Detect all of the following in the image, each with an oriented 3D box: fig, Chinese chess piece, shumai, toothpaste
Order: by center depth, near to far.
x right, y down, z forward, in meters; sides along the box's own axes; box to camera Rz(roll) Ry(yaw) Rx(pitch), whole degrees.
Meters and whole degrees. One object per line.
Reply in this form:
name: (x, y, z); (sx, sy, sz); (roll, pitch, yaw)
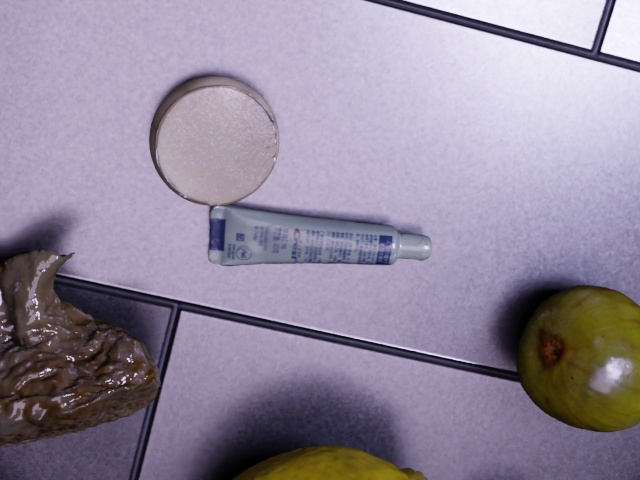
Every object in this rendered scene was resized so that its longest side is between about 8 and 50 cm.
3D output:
shumai: (-0.255, 0.094, 1.314); (0.206, 0.166, 0.176); (-8, 80, -17)
Chinese chess piece: (-0.099, -0.093, 1.320); (0.122, 0.051, 0.122); (-2, 104, -9)
toothpaste: (0.000, 0.000, 1.366); (0.216, 0.037, 0.062); (3, 105, -4)
fig: (0.277, 0.118, 1.401); (0.142, 0.186, 0.148); (15, 81, 32)

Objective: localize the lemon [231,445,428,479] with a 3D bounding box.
lemon: (-0.009, 0.324, 1.343); (0.267, 0.267, 0.267); (-2, 105, -7)
